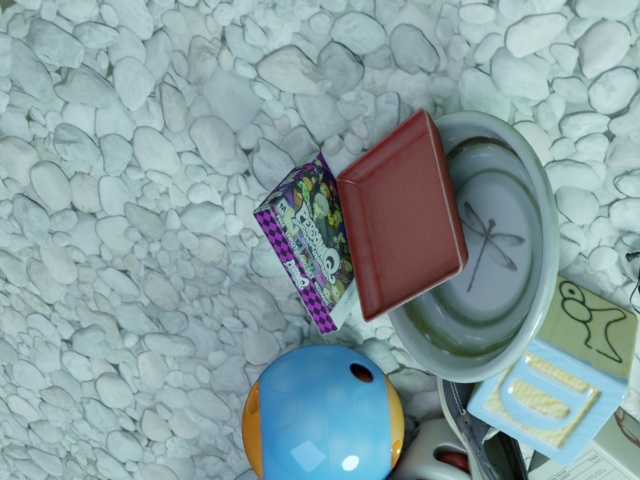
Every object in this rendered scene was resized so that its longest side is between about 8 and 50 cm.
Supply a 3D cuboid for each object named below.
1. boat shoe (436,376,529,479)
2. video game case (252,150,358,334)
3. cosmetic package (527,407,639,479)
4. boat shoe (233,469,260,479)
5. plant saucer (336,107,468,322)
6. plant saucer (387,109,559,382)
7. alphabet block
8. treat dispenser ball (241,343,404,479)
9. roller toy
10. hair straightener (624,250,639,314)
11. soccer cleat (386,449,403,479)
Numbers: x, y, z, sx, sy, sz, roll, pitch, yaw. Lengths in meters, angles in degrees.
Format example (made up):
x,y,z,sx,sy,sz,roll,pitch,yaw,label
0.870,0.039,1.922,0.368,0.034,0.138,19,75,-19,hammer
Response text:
x,y,z,sx,sy,sz,roll,pitch,yaw,label
0.285,0.322,1.637,0.092,0.103,0.285,-38,65,53,boat shoe
0.000,0.000,1.561,0.042,0.210,0.232,-18,110,32,video game case
0.517,0.412,1.632,0.296,0.129,0.153,40,128,-4,cosmetic package
-0.183,0.588,2.059,0.102,0.108,0.301,41,129,-3,boat shoe
0.128,-0.032,1.481,0.259,0.047,0.258,-37,59,53,plant saucer
0.234,0.010,1.446,0.400,0.100,0.400,-5,84,58,plant saucer
0.368,0.195,1.525,0.192,0.197,0.193,30,126,5,alphabet block
0.005,0.328,1.707,0.288,0.288,0.288,11,123,18,treat dispenser ball
0.240,0.421,1.747,0.209,0.146,0.191,-15,119,40,roller toy
0.508,0.030,1.466,0.089,0.047,0.230,5,125,21,hair straightener
0.013,0.465,1.891,0.318,0.116,0.109,-15,112,30,soccer cleat
